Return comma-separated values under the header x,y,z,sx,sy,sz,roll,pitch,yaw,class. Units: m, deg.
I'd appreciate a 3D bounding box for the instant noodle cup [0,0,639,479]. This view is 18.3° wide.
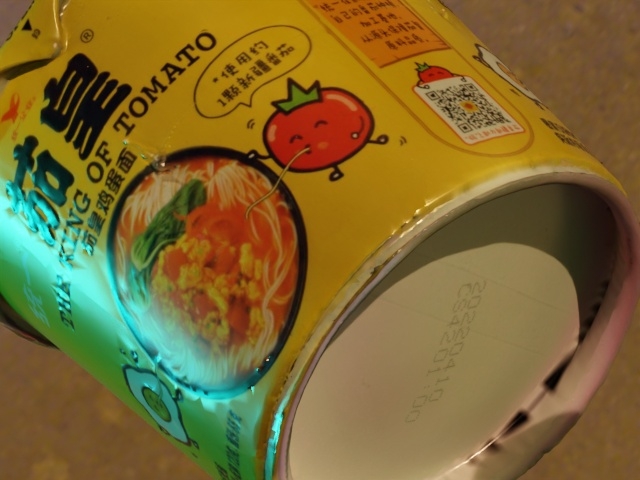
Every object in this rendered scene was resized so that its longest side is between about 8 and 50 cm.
x,y,z,sx,sy,sz,roll,pitch,yaw,class
0.000,0.000,1.076,0.254,0.326,0.325,44,136,37,instant noodle cup
